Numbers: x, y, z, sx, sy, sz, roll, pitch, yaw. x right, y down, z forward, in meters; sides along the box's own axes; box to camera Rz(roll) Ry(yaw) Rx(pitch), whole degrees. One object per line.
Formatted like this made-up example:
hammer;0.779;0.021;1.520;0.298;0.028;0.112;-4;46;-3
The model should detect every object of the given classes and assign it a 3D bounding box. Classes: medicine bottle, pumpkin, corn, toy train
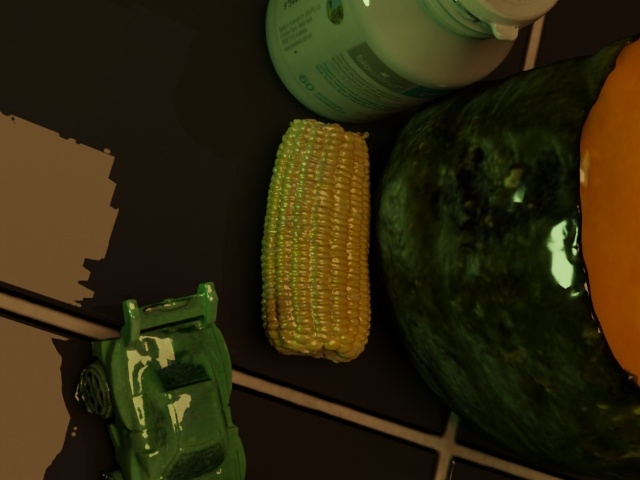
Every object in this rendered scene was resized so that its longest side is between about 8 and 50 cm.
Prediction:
medicine bottle;0.063;-0.162;0.828;0.135;0.215;0.135;4;81;-28
pumpkin;0.186;0.023;0.863;0.256;0.225;0.303;-15;88;-34
corn;0.000;0.000;0.857;0.085;0.063;0.165;9;77;-18
toy train;-0.094;0.107;0.780;0.099;0.081;0.149;-11;88;-31
